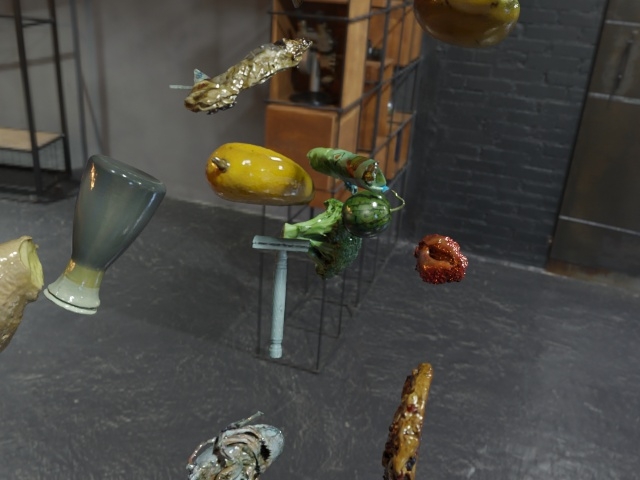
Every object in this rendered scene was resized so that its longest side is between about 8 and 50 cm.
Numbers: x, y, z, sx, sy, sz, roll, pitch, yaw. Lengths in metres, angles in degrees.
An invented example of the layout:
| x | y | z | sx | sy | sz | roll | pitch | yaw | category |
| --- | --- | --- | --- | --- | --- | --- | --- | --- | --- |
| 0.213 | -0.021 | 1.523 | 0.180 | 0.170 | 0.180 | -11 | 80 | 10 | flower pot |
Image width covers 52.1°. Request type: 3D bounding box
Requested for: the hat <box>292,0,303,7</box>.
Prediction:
| x | y | z | sx | sy | sz | roll | pitch | yaw | category |
| --- | --- | --- | --- | --- | --- | --- | --- | --- | --- |
| -0.073 | -0.717 | 1.790 | 0.067 | 0.146 | 0.146 | 12 | 20 | -22 | hat |

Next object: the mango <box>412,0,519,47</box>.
| x | y | z | sx | sy | sz | roll | pitch | yaw | category |
| --- | --- | --- | --- | --- | --- | --- | --- | --- | --- |
| 0.405 | -0.638 | 1.823 | 0.317 | 0.211 | 0.173 | 26 | 70 | 35 | mango |

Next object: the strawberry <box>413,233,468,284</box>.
| x | y | z | sx | sy | sz | roll | pitch | yaw | category |
| --- | --- | --- | --- | --- | --- | --- | --- | --- | --- |
| 0.233 | 0.036 | 1.298 | 0.048 | 0.104 | 0.152 | 34 | -8 | -27 | strawberry |

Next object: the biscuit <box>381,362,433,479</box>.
| x | y | z | sx | sy | sz | roll | pitch | yaw | category |
| --- | --- | --- | --- | --- | --- | --- | --- | --- | --- |
| 0.199 | 0.445 | 1.512 | 0.081 | 0.289 | 0.334 | 12 | 44 | 11 | biscuit |

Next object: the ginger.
| x | y | z | sx | sy | sz | roll | pitch | yaw | category |
| --- | --- | --- | --- | --- | --- | --- | --- | --- | --- |
| -0.578 | 0.108 | 1.145 | 0.138 | 0.267 | 0.152 | 50 | 15 | 31 | ginger |

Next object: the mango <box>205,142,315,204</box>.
| x | y | z | sx | sy | sz | roll | pitch | yaw | category |
| --- | --- | --- | --- | --- | --- | --- | --- | --- | --- |
| -0.119 | -0.125 | 1.355 | 0.176 | 0.119 | 0.316 | -1 | -11 | 38 | mango |

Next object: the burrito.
| x | y | z | sx | sy | sz | roll | pitch | yaw | category |
| --- | --- | --- | --- | --- | --- | --- | --- | --- | --- |
| 0.056 | -0.134 | 1.323 | 0.054 | 0.104 | 0.288 | -40 | 30 | -12 | burrito |

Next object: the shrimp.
| x | y | z | sx | sy | sz | roll | pitch | yaw | category |
| --- | --- | --- | --- | --- | --- | --- | --- | --- | --- |
| -0.184 | 0.441 | 1.368 | 0.137 | 0.172 | 0.372 | 2 | 0 | 17 | shrimp |

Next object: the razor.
| x | y | z | sx | sy | sz | roll | pitch | yaw | category |
| --- | --- | --- | --- | --- | --- | --- | --- | --- | --- |
| -0.078 | 0.109 | 1.243 | 0.106 | 0.232 | 0.068 | 4 | 7 | 4 | razor |

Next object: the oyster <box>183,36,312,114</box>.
| x | y | z | sx | sy | sz | roll | pitch | yaw | category |
| --- | --- | --- | --- | --- | --- | --- | --- | --- | --- |
| -0.152 | -0.372 | 1.421 | 0.345 | 0.079 | 0.128 | -36 | 33 | -23 | oyster |

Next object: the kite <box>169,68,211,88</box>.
| x | y | z | sx | sy | sz | roll | pitch | yaw | category |
| --- | --- | --- | --- | --- | --- | --- | --- | --- | --- |
| -0.376 | -0.451 | 1.945 | 0.152 | 0.137 | 0.005 | -5 | -19 | 7 | kite |

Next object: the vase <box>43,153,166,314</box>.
| x | y | z | sx | sy | sz | roll | pitch | yaw | category |
| --- | --- | --- | --- | --- | --- | --- | --- | --- | --- |
| -0.471 | -0.008 | 1.408 | 0.173 | 0.321 | 0.173 | 25 | 6 | -3 | vase |

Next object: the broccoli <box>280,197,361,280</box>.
| x | y | z | sx | sy | sz | roll | pitch | yaw | category |
| --- | --- | --- | --- | --- | --- | --- | --- | --- | --- |
| 0.000 | 0.000 | 2.101 | 0.269 | 0.269 | 0.254 | -3 | 14 | -16 | broccoli |

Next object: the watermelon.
| x | y | z | sx | sy | sz | roll | pitch | yaw | category |
| --- | --- | --- | --- | --- | --- | --- | --- | --- | --- |
| 0.152 | -0.081 | 1.894 | 0.187 | 0.141 | 0.141 | -11 | 18 | 21 | watermelon |
